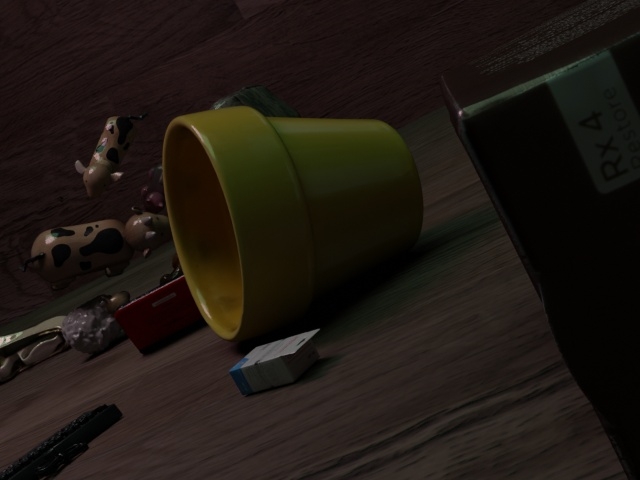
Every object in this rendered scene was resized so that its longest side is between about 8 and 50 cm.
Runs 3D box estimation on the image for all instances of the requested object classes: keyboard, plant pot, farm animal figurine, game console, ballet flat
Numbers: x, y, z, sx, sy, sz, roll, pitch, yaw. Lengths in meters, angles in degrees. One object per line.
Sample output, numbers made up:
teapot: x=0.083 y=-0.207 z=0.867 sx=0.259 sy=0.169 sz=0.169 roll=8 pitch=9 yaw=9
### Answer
keyboard: x=-0.288 y=0.225 z=0.957 sx=0.108 sy=0.023 sz=0.180 roll=-18 pitch=13 yaw=47
plant pot: x=-0.026 y=-0.037 z=1.040 sx=0.239 sy=0.254 sz=0.254 roll=-15 pitch=3 yaw=-22
farm animal figurine: x=-0.342 y=-0.024 z=1.531 sx=0.327 sy=0.330 sz=0.172 roll=-33 pitch=0 yaw=-22
game console: x=-0.207 y=0.092 z=1.313 sx=0.144 sy=0.124 sz=0.085 roll=-28 pitch=35 yaw=0
ballet flat: x=-0.575 y=0.217 z=1.741 sx=0.248 sy=0.086 sz=0.086 roll=-27 pitch=8 yaw=-1

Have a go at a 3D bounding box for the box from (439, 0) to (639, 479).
box: x=0.163 y=-0.028 z=0.494 sx=0.143 sy=0.191 sz=0.381 roll=-26 pitch=9 yaw=13

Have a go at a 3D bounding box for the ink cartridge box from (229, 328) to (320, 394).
ink cartridge box: x=-0.036 y=0.110 z=0.833 sx=0.083 sy=0.028 sz=0.048 roll=-21 pitch=11 yaw=38

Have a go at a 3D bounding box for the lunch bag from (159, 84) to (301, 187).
lunch bag: x=-0.094 y=-0.106 z=1.567 sx=0.212 sy=0.256 sz=0.305 roll=-52 pitch=0 yaw=15
